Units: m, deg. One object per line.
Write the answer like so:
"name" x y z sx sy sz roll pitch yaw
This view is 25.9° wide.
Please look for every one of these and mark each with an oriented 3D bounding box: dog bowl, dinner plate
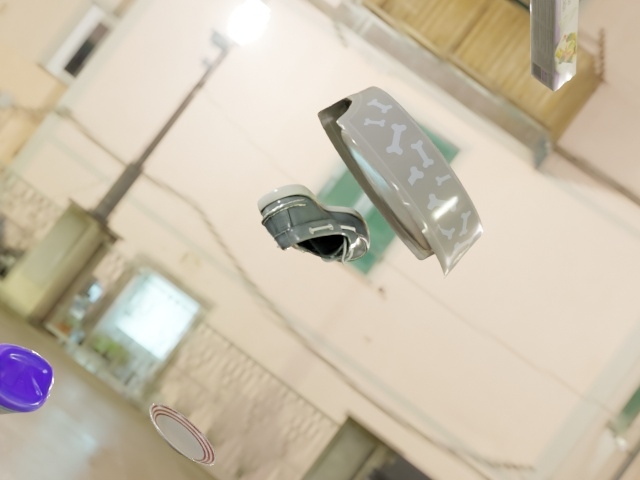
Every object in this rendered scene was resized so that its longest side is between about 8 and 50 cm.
"dog bowl" 0.136 -0.103 2.284 0.349 0.102 0.349 54 -4 5
"dinner plate" -0.230 0.322 2.294 0.141 0.017 0.141 40 12 -10

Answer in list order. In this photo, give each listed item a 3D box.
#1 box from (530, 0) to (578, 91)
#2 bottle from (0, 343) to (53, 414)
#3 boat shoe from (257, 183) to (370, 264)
"box" 0.414 -0.394 2.466 0.067 0.063 0.324 40 -19 29
"bottle" -0.523 0.221 2.169 0.118 0.092 0.282 31 -26 -30
"boat shoe" 0.000 0.000 2.255 0.319 0.116 0.099 30 36 -62
